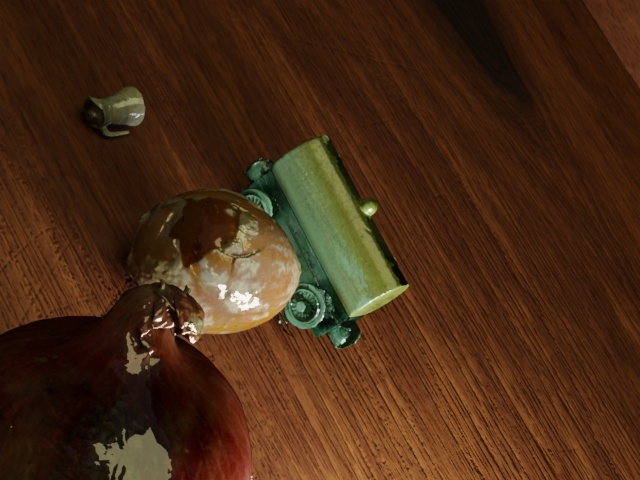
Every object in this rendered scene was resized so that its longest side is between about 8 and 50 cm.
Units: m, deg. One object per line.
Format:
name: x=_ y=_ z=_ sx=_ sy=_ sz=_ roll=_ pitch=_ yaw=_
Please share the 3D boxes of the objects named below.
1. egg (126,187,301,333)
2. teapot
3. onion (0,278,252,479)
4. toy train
egg: x=-0.136 y=0.030 z=1.709 sx=0.233 sy=0.195 sz=0.195 roll=15 pitch=48 yaw=-16
teapot: x=-0.293 y=-0.180 z=1.838 sx=0.083 sy=0.057 sz=0.067 roll=-15 pitch=101 yaw=-45
onion: x=-0.225 y=0.233 z=1.373 sx=0.353 sy=0.353 sz=0.354 roll=27 pitch=44 yaw=-29
toy train: x=-0.003 y=0.000 z=1.874 sx=0.126 sy=0.189 sz=0.308 roll=-12 pitch=70 yaw=-52
